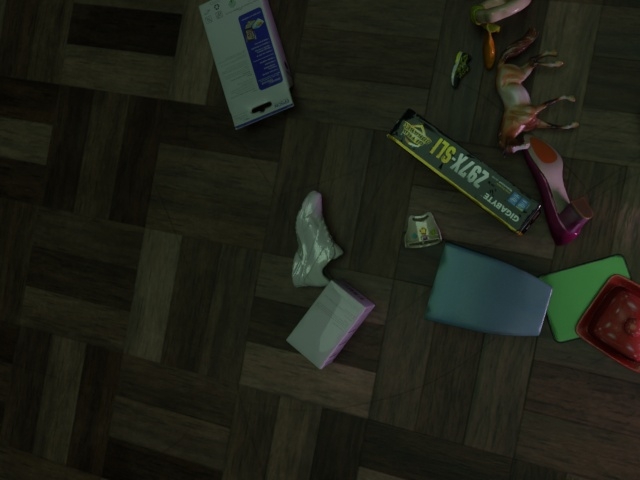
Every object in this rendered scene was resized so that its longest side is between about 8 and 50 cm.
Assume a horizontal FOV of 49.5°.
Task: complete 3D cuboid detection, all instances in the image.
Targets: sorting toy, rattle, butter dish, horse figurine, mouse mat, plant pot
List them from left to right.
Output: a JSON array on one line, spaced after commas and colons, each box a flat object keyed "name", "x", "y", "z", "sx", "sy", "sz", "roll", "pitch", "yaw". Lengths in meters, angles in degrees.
[{"name": "sorting toy", "x": 0.231, "y": -0.025, "z": 1.568, "sx": 0.083, "sy": 0.045, "sz": 0.075, "roll": -11, "pitch": 79, "yaw": 17}, {"name": "plant pot", "x": 0.355, "y": 0.113, "z": 1.467, "sx": 0.234, "sy": 0.165, "sz": 0.166, "roll": 17, "pitch": 94, "yaw": 10}, {"name": "rattle", "x": 0.433, "y": -0.485, "z": 1.506, "sx": 0.199, "sy": 0.130, "sz": 0.143, "roll": -30, "pitch": 99, "yaw": -16}, {"name": "horse figurine", "x": 0.442, "y": -0.318, "z": 1.486, "sx": 0.174, "sy": 0.066, "sz": 0.263, "roll": -14, "pitch": 80, "yaw": 9}, {"name": "mouse mat", "x": 0.572, "y": 0.125, "z": 1.478, "sx": 0.189, "sy": 0.007, "sz": 0.153, "roll": -17, "pitch": 84, "yaw": 15}, {"name": "butter dish", "x": 0.623, "y": 0.170, "z": 1.396, "sx": 0.160, "sy": 0.118, "sz": 0.160, "roll": 34, "pitch": 99, "yaw": 14}]

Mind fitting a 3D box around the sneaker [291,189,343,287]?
[{"name": "sneaker", "x": 0.000, "y": 0.000, "z": 1.622, "sx": 0.115, "sy": 0.090, "sz": 0.232, "roll": 6, "pitch": 100, "yaw": 10}]

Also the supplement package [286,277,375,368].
[{"name": "supplement package", "x": 0.025, "y": 0.189, "z": 1.591, "sx": 0.105, "sy": 0.105, "sz": 0.179, "roll": 39, "pitch": 99, "yaw": 13}]

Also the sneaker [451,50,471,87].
[{"name": "sneaker", "x": 0.315, "y": -0.382, "z": 1.553, "sx": 0.035, "sy": 0.031, "sz": 0.083, "roll": 14, "pitch": 93, "yaw": 16}]

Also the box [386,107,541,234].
[{"name": "box", "x": 0.305, "y": -0.134, "z": 1.434, "sx": 0.322, "sy": 0.257, "sz": 0.079, "roll": 40, "pitch": 99, "yaw": 13}]

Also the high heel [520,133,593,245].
[{"name": "high heel", "x": 0.484, "y": -0.110, "z": 1.491, "sx": 0.082, "sy": 0.117, "sz": 0.244, "roll": -18, "pitch": 65, "yaw": -28}]

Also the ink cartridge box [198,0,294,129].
[{"name": "ink cartridge box", "x": -0.172, "y": -0.444, "z": 1.686, "sx": 0.165, "sy": 0.065, "sz": 0.333, "roll": -18, "pitch": 82, "yaw": 16}]
